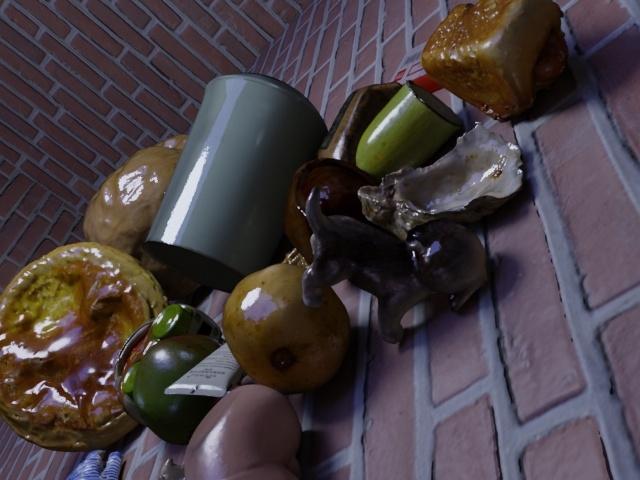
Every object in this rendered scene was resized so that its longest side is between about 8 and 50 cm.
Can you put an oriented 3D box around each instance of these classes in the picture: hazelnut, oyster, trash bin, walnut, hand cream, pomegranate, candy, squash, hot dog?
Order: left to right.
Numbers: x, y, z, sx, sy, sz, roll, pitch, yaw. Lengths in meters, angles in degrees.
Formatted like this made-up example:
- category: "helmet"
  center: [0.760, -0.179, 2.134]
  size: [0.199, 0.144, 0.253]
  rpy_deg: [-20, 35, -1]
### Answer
- category: "walnut"
  center: [-0.372, -0.050, 1.652]
  size: [0.383, 0.383, 0.384]
  rpy_deg: [-41, 23, 23]
- category: "pomegranate"
  center: [-0.192, 0.241, 1.102]
  size: [0.209, 0.180, 0.180]
  rpy_deg: [12, 60, 32]
- category: "hand cream"
  center: [-0.126, 0.178, 1.048]
  size: [0.095, 0.059, 0.276]
  rpy_deg: [-2, 11, 21]
- category: "trash bin"
  center: [-0.164, -0.130, 1.423]
  size: [0.280, 0.280, 0.432]
  rpy_deg: [-12, 52, 58]
- category: "pomegranate"
  center: [-0.043, 0.116, 0.969]
  size: [0.196, 0.196, 0.196]
  rpy_deg: [-41, 23, 23]
- category: "hazelnut"
  center: [0.025, -0.047, 1.096]
  size: [0.160, 0.170, 0.202]
  rpy_deg: [-31, 51, 39]
- category: "candy"
  center: [0.061, -0.192, 1.370]
  size: [0.271, 0.101, 0.143]
  rpy_deg: [-59, 24, -8]
- category: "squash"
  center: [0.133, -0.166, 1.160]
  size: [0.187, 0.123, 0.123]
  rpy_deg: [-47, 22, 20]
- category: "oyster"
  center: [0.172, -0.063, 0.966]
  size: [0.232, 0.107, 0.162]
  rpy_deg: [-16, 32, 27]
- category: "hot dog"
  center: [0.263, -0.265, 1.007]
  size: [0.150, 0.153, 0.256]
  rpy_deg: [-56, 20, 0]

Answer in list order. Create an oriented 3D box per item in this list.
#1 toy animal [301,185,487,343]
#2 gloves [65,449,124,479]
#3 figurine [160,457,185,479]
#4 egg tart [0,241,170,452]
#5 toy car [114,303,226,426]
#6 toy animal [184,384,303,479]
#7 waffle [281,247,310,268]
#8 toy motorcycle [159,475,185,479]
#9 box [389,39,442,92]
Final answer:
- category: "toy animal"
  center: [0.086, 0.029, 0.874]
  size: [0.121, 0.233, 0.169]
  rpy_deg: [-70, -6, -45]
- category: "gloves"
  center: [-0.430, 0.470, 1.303]
  size: [0.119, 0.097, 0.229]
  rpy_deg: [-21, 17, -5]
- category: "figurine"
  center: [-0.241, 0.393, 1.108]
  size: [0.050, 0.047, 0.083]
  rpy_deg: [-48, 23, 51]
- category: "egg tart"
  center: [-0.502, 0.230, 1.495]
  size: [0.443, 0.443, 0.178]
  rpy_deg: [-54, -13, -7]
- category: "toy car"
  center: [-0.304, 0.230, 1.291]
  size: [0.235, 0.145, 0.235]
  rpy_deg: [-29, 36, 23]
- category: "toy animal"
  center: [-0.089, 0.282, 0.828]
  size: [0.166, 0.154, 0.250]
  rpy_deg: [-35, 28, 17]
- category: "waffle"
  center: [0.000, 0.000, 1.247]
  size: [0.160, 0.046, 0.192]
  rpy_deg: [-10, 45, 58]
- category: "toy motorcycle"
  center: [-0.201, 0.372, 1.016]
  size: [0.215, 0.080, 0.122]
  rpy_deg: [-50, 23, -12]
- category: "box"
  center: [0.228, -0.344, 1.341]
  size: [0.229, 0.050, 0.123]
  rpy_deg: [-10, 48, 59]
